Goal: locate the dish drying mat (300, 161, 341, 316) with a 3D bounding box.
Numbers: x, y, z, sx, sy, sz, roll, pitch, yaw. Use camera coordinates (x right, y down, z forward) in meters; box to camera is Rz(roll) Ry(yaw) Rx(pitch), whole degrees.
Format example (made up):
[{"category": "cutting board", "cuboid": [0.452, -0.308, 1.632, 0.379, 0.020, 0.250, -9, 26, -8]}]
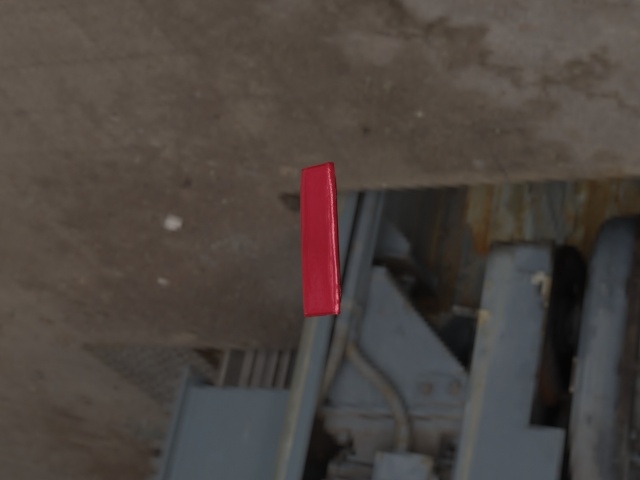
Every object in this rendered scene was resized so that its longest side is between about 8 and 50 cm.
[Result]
[{"category": "dish drying mat", "cuboid": [0.000, 0.000, 0.753, 0.008, 0.083, 0.032, 1, 174, -38]}]
